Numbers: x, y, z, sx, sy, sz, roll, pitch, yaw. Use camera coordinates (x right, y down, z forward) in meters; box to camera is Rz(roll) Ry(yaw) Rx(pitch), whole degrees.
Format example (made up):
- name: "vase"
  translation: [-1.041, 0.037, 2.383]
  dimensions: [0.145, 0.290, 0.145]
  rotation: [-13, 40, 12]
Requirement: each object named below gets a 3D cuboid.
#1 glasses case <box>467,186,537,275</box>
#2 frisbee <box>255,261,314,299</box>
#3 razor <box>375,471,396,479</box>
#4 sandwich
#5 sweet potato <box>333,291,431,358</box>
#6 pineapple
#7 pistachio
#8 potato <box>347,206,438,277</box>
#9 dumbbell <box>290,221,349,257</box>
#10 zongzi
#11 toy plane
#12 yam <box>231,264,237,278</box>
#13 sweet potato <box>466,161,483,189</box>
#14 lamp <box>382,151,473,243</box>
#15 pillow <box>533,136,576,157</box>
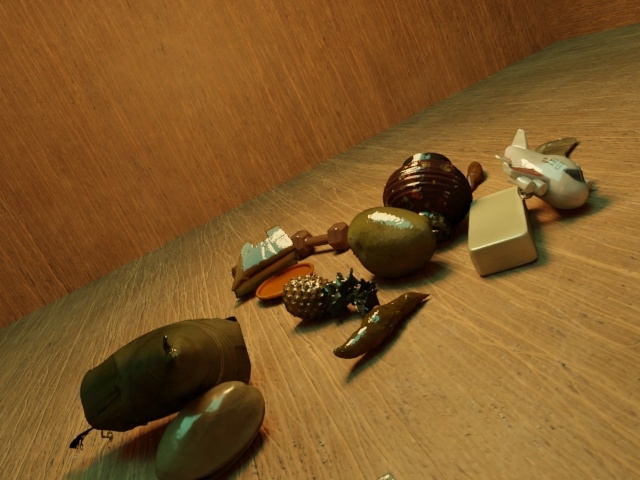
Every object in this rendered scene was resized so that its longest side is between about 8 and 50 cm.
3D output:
- name: "glasses case"
  translation: [0.413, -0.029, 1.292]
  dimensions: [0.131, 0.070, 0.313]
  rotation: [-20, 17, 22]
- name: "frisbee"
  translation: [-0.100, 0.126, 1.655]
  dimensions: [0.192, 0.035, 0.192]
  rotation: [-26, 15, 7]
- name: "razor"
  translation: [-0.019, 0.379, 0.701]
  dimensions: [0.278, 0.056, 0.111]
  rotation: [-31, 15, -17]
- name: "sandwich"
  translation: [-0.189, 0.074, 1.768]
  dimensions: [0.235, 0.122, 0.128]
  rotation: [-30, 54, -10]
- name: "sweet potato"
  translation: [0.127, 0.165, 1.143]
  dimensions: [0.274, 0.067, 0.067]
  rotation: [-31, 16, -35]
- name: "pineapple"
  translation: [0.028, 0.128, 1.326]
  dimensions: [0.251, 0.125, 0.125]
  rotation: [-5, 26, 40]
- name: "pistachio"
  translation: [-0.193, 0.339, 0.990]
  dimensions: [0.136, 0.136, 0.226]
  rotation: [-6, 30, 51]
- name: "potato"
  translation: [0.177, 0.002, 1.364]
  dimensions: [0.251, 0.174, 0.159]
  rotation: [-8, 44, 42]
- name: "dumbbell"
  translation: [0.000, 0.000, 1.813]
  dimensions: [0.231, 0.082, 0.092]
  rotation: [-11, 21, 42]
- name: "zongzi"
  translation: [-0.383, 0.286, 1.084]
  dimensions: [0.447, 0.181, 0.418]
  rotation: [-25, -11, 3]
- name: "toy plane"
  translation: [0.526, -0.160, 1.327]
  dimensions: [0.252, 0.118, 0.252]
  rotation: [12, 31, -7]
- name: "yam"
  translation: [-0.231, 0.094, 1.880]
  dimensions: [0.127, 0.084, 0.084]
  rotation: [-37, 19, -25]
- name: "sweet potato"
  translation: [0.481, -0.199, 1.765]
  dimensions: [0.056, 0.056, 0.195]
  rotation: [-15, 25, 34]
- name: "lamp"
  translation: [0.281, -0.106, 1.483]
  dimensions: [0.247, 0.247, 0.247]
  rotation: [-24, 16, 7]
- name: "pillow"
  translation: [0.676, -0.257, 1.671]
  dimensions: [0.135, 0.034, 0.211]
  rotation: [-14, 18, 41]
